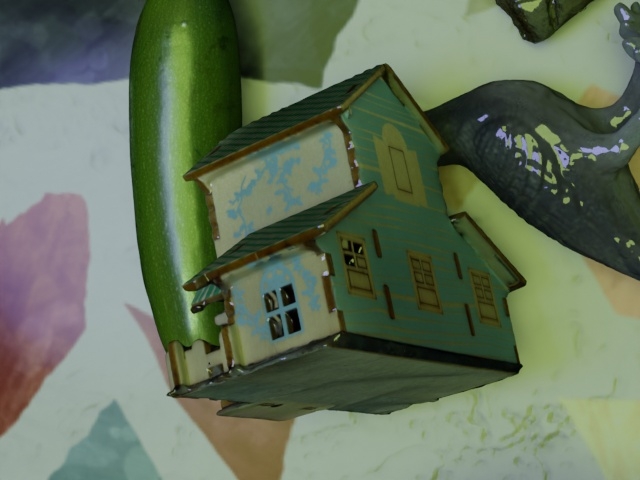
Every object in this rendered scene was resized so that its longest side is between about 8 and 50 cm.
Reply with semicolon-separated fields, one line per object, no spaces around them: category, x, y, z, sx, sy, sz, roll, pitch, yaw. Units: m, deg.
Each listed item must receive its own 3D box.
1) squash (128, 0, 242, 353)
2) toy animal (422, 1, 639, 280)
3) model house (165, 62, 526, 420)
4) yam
squash;-0.095;-0.049;1.126;0.082;0.082;0.292;-2;93;9
toy animal;0.186;-0.055;1.078;0.367;0.081;0.206;29;118;8
model house;0.000;0.000;1.040;0.178;0.271;0.206;-21;71;34
yam;0.184;-0.194;1.094;0.132;0.054;0.054;-38;86;7
